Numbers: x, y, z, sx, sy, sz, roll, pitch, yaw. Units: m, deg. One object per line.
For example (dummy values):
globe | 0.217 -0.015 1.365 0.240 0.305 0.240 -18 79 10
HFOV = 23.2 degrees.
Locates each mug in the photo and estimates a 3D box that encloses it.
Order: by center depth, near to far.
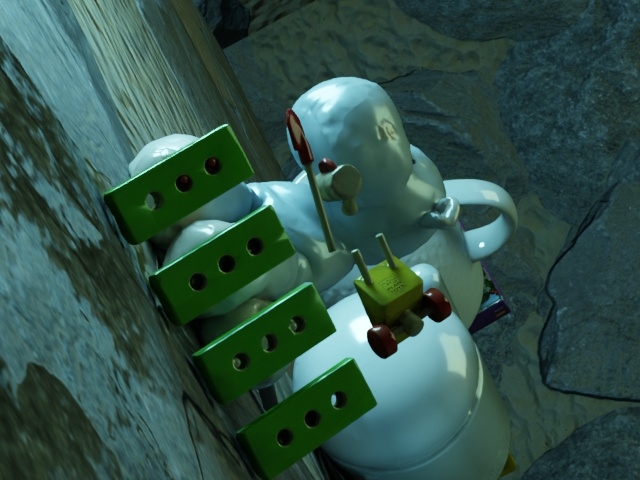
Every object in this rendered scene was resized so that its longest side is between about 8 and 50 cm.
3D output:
mug | 0.120 0.002 2.391 0.328 0.374 0.276 49 28 -56

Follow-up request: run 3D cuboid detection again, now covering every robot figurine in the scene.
robot figurine | 0.090 0.178 1.689 0.353 0.200 0.300 57 41 -57

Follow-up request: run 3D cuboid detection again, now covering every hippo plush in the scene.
hippo plush | 0.000 0.000 1.312 0.294 0.237 0.234 61 2 -32

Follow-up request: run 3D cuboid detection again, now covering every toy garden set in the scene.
toy garden set | -0.027 0.024 1.183 0.049 0.204 0.244 -5 -65 63

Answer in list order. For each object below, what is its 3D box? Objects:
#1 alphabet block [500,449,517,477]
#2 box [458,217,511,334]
alphabet block | 0.169 0.288 2.413 0.197 0.192 0.193 65 5 28
box | 0.141 0.104 2.568 0.201 0.293 0.057 64 8 33
